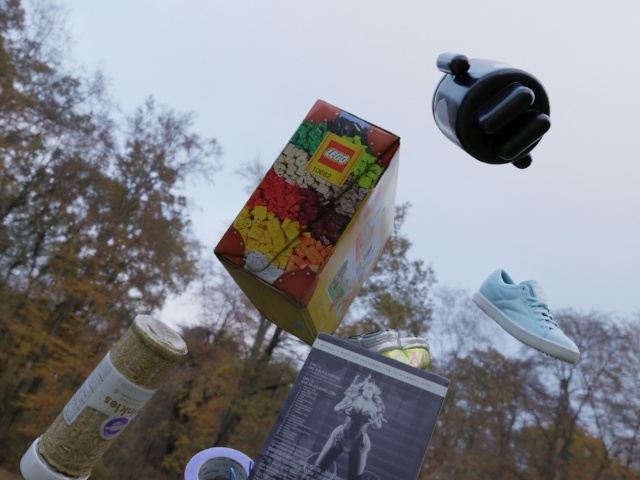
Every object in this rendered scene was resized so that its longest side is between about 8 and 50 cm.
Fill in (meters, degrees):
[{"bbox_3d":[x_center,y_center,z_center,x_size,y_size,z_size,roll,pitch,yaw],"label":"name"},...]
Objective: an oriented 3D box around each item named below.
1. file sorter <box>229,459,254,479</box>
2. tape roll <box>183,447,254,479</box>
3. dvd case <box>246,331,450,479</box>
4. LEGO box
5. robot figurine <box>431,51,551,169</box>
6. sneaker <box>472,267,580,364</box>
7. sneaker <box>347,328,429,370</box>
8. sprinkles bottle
[{"bbox_3d":[-0.084,0.476,1.178,0.170,0.104,0.118,-16,-30,-19],"label":"file sorter"},{"bbox_3d":[-0.251,0.618,1.504,0.189,0.189,0.080,16,-66,6],"label":"tape roll"},{"bbox_3d":[0.028,0.220,0.652,0.165,0.221,0.018,18,-32,17],"label":"dvd case"},{"bbox_3d":[0.000,0.000,1.321,0.193,0.372,0.500,28,-16,14],"label":"LEGO box"},{"bbox_3d":[0.303,-0.236,1.095,0.174,0.278,0.209,-3,-66,-6],"label":"robot figurine"},{"bbox_3d":[0.558,0.185,1.610,0.135,0.150,0.366,17,15,-35],"label":"sneaker"},{"bbox_3d":[0.097,0.178,0.813,0.082,0.094,0.208,-18,-20,25],"label":"sneaker"},{"bbox_3d":[-0.404,0.308,1.125,0.121,0.355,0.121,39,2,-1],"label":"sprinkles bottle"}]
